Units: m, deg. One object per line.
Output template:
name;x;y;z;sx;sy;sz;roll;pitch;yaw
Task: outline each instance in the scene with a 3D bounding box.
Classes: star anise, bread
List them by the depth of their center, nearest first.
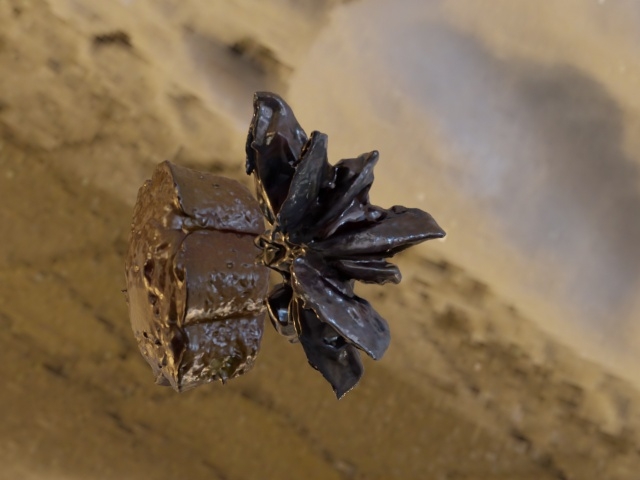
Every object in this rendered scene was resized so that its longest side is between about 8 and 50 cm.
star anise;0.002;0.002;1.589;0.212;0.129;0.283;-7;95;60
bread;-0.135;0.051;1.888;0.135;0.232;0.247;1;154;-16
